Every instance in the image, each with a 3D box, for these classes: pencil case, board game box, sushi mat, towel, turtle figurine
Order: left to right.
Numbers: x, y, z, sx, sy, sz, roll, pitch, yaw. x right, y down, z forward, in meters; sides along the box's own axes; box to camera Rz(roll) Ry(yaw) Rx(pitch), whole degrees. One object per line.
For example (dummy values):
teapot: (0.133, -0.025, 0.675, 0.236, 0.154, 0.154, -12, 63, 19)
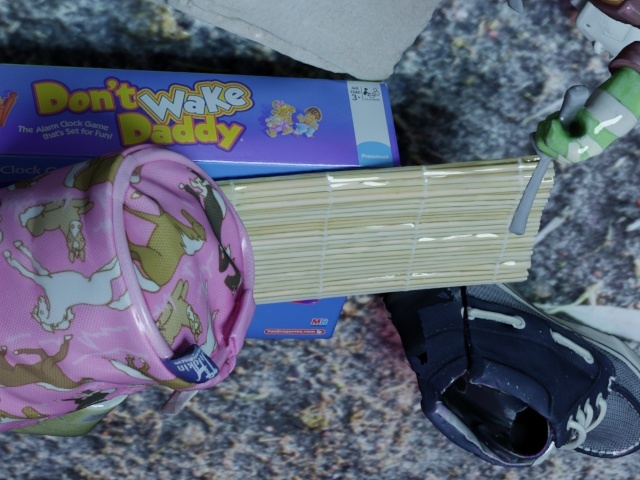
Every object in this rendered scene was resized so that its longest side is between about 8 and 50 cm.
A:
pencil case: (-0.235, 0.065, 1.137, 0.386, 0.167, 0.160, -17, 172, 23)
board game box: (-0.139, -0.021, 1.249, 0.347, 0.078, 0.233, 2, 146, -14)
sushi mat: (0.000, 0.000, 1.219, 0.317, 0.019, 0.151, -5, 148, -4)
towel: (0.035, -0.234, 1.133, 0.187, 0.049, 0.282, 20, 126, -30)
turtle figurine: (0.120, -0.147, 1.022, 0.275, 0.198, 0.266, -2, 149, 48)

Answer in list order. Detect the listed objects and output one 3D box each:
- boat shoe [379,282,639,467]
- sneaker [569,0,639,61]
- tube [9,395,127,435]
boat shoe: (0.185, 0.141, 1.453, 0.340, 0.158, 0.127, 31, 121, -34)
sneaker: (0.249, -0.160, 1.230, 0.129, 0.111, 0.297, -8, 133, 18)
tube: (-0.206, 0.127, 1.384, 0.070, 0.062, 0.240, 46, 154, -1)
